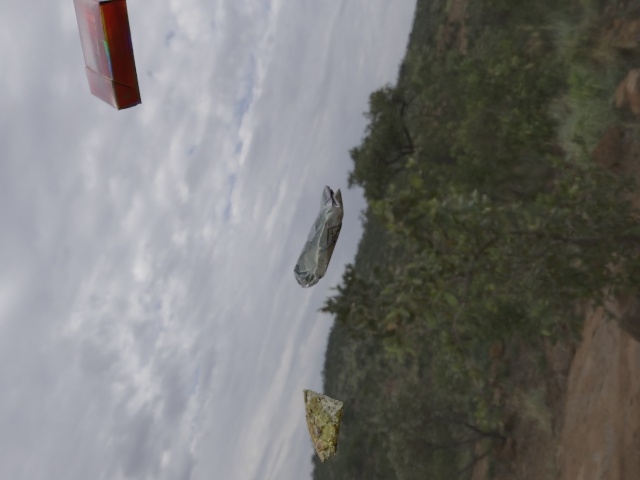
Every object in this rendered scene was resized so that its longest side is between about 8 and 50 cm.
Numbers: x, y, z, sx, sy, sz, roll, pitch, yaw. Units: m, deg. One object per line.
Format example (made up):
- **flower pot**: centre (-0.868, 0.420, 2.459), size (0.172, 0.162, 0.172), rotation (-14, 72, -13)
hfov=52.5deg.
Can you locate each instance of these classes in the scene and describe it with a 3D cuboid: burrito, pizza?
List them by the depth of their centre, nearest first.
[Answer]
- **pizza**: centre (0.004, 0.267, 0.992), size (0.108, 0.026, 0.123), rotation (-56, 44, 43)
- **burrito**: centre (0.001, 0.000, 1.165), size (0.064, 0.064, 0.203), rotation (-64, -6, -61)

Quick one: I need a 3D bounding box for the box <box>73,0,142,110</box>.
- **box**: centre (-0.351, -0.314, 1.064), size (0.048, 0.112, 0.175), rotation (-25, -52, -34)
